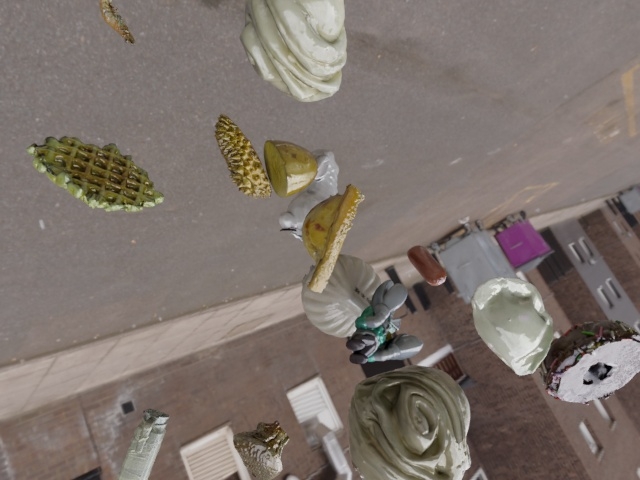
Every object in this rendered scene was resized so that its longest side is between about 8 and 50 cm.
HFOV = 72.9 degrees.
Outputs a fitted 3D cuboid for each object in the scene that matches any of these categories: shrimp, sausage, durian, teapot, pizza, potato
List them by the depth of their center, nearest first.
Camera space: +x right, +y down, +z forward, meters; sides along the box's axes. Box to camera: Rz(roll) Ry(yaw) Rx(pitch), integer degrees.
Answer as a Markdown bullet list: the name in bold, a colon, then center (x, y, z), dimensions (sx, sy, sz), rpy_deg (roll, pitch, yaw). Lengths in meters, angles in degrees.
- **pizza**: center (0.001, -0.005, 0.846), dimensions (0.081, 0.203, 0.188), rpy_deg (22, 174, -10)
- **shrimp**: center (-0.412, -0.467, 0.895), dimensions (0.091, 0.127, 0.025), rpy_deg (-29, -176, 34)
- **teapot**: center (-0.471, 0.553, 1.137), dimensions (0.077, 0.200, 0.107), rpy_deg (17, 165, 1)
- **potato**: center (-0.087, -0.249, 1.447), dimensions (0.158, 0.203, 0.178), rpy_deg (-18, 133, -26)
- **durian**: center (-0.273, -0.266, 1.487), dimensions (0.112, 0.340, 0.191), rpy_deg (-28, -151, -9)
- **sausage**: center (0.371, 0.085, 1.521), dimensions (0.077, 0.194, 0.077), rpy_deg (-13, 131, -16)

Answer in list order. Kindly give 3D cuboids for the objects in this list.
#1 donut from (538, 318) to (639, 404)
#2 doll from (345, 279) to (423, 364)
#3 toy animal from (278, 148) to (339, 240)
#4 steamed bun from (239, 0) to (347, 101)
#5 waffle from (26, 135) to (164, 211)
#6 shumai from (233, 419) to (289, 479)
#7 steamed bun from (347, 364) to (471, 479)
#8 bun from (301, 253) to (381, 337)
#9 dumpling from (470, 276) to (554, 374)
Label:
- **donut**: center (0.681, 0.305, 1.096), dimensions (0.270, 0.103, 0.269), rpy_deg (-6, 124, -9)
- **doll**: center (0.165, 0.231, 1.078), dimensions (0.153, 0.194, 0.258), rpy_deg (-5, -143, 29)
- **toy animal**: center (-0.021, -0.181, 1.611), dimensions (0.194, 0.356, 0.258), rpy_deg (-3, 167, 38)
- **steamed bun**: center (-0.079, -0.527, 1.081), dimensions (0.248, 0.352, 0.338), rpy_deg (-6, 118, -7)
- **waffle**: center (-0.604, -0.177, 1.193), dimensions (0.073, 0.317, 0.297), rpy_deg (-51, 170, 23)
- **shumai**: center (-0.139, 0.519, 1.099), dimensions (0.146, 0.145, 0.116), rpy_deg (-38, -177, 39)
- **steamed bun**: center (0.211, 0.459, 1.100), dimensions (0.325, 0.309, 0.219), rpy_deg (-10, 142, 19)
- **bun**: center (0.086, 0.174, 1.295), dimensions (0.264, 0.262, 0.175), rpy_deg (-22, -169, -17)
- **dumpling**: center (0.457, 0.182, 1.019), dimensions (0.179, 0.252, 0.131), rpy_deg (-39, -174, -8)
